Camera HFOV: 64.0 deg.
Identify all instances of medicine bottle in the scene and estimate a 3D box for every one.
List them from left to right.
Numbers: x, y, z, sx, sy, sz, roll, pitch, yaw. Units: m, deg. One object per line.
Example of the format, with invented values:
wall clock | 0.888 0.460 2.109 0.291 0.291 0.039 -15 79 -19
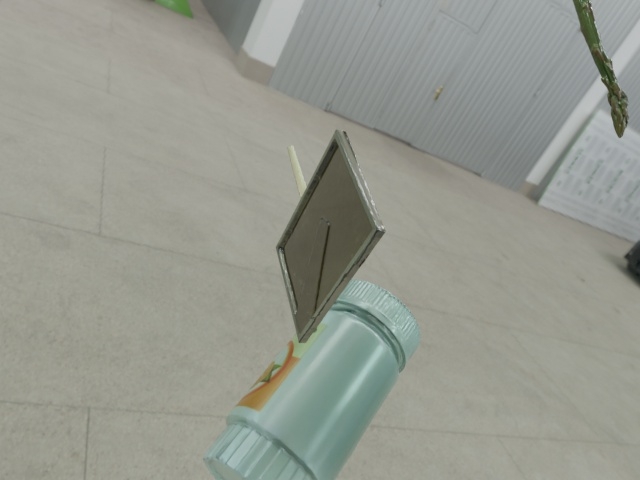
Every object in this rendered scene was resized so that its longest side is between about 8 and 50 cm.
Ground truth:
medicine bottle | -0.003 0.212 0.698 0.158 0.158 0.318 35 53 12

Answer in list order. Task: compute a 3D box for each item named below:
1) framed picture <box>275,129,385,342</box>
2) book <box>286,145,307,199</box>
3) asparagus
framed picture | 0.000 0.000 0.422 0.011 0.149 0.109 5 48 -25
book | -0.009 -0.024 0.871 0.170 0.018 0.241 71 3 -55
asparagus | 0.206 -0.156 0.386 0.016 0.016 0.162 1 72 -71
